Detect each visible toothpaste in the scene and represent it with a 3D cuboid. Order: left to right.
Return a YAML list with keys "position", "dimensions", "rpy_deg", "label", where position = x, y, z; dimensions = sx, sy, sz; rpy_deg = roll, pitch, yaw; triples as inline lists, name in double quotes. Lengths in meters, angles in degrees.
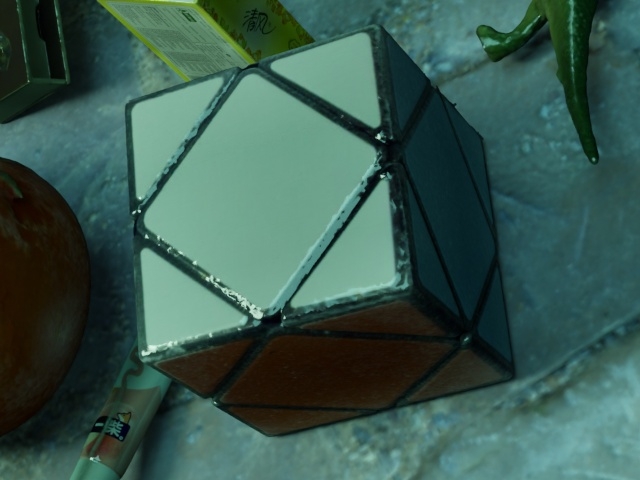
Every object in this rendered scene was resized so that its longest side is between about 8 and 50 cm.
- position: [-0.135, 0.107, 1.382]
  dimensions: [0.056, 0.036, 0.205]
  rpy_deg: [12, 62, 26]
  label: "toothpaste"

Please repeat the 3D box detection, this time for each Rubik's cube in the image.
- position: [0.000, 0.000, 1.268]
  dimensions: [0.207, 0.205, 0.205]
  rpy_deg: [-17, 63, 21]
  label: "Rubik's cube"

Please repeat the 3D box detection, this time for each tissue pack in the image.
- position: [-0.086, -0.172, 1.399]
  dimensions: [0.095, 0.176, 0.062]
  rpy_deg: [8, 72, 29]
  label: "tissue pack"

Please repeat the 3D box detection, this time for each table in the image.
- position: [-0.301, -0.229, 1.510]
  dimensions: [0.121, 0.111, 0.240]
  rpy_deg: [-22, 74, 50]
  label: "table"

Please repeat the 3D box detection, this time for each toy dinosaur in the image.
- position: [0.229, -0.277, 1.351]
  dimensions: [0.300, 0.087, 0.447]
  rpy_deg: [-24, 62, 8]
  label: "toy dinosaur"

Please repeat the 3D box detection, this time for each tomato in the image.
- position: [-0.309, 0.045, 1.376]
  dimensions: [0.265, 0.265, 0.265]
  rpy_deg: [-10, 65, 23]
  label: "tomato"
